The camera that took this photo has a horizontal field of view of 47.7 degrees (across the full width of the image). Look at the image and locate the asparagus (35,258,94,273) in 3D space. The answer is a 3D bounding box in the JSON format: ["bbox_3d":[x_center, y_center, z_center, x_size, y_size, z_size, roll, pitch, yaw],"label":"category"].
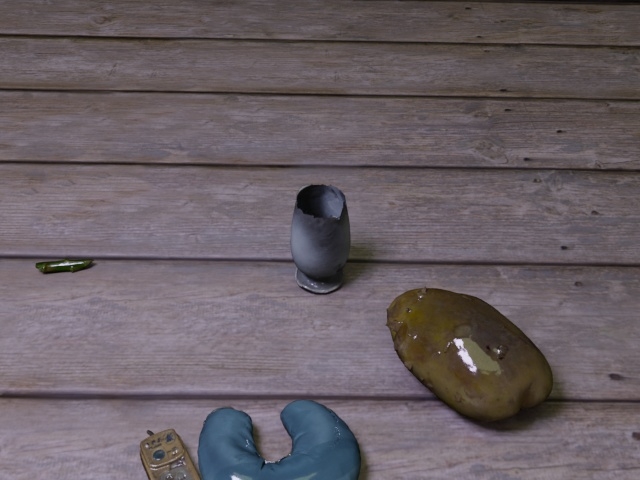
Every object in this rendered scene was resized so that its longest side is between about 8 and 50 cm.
[{"bbox_3d":[-0.486,0.048,1.385,0.108,0.021,0.025,-5,45,-9],"label":"asparagus"}]

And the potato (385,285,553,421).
[{"bbox_3d":[0.229,0.173,1.173,0.192,0.141,0.296,-29,46,-35],"label":"potato"}]

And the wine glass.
[{"bbox_3d":[0.000,0.000,1.321,0.111,0.204,0.111,1,44,-1],"label":"wine glass"}]

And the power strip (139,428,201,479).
[{"bbox_3d":[-0.183,0.370,0.997,0.064,0.044,0.305,-19,44,-22],"label":"power strip"}]

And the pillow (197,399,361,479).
[{"bbox_3d":[-0.058,0.309,1.045,0.234,0.086,0.214,-6,36,-12],"label":"pillow"}]
